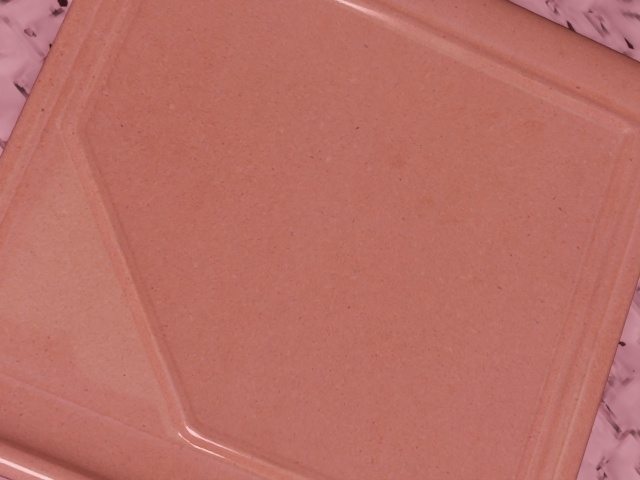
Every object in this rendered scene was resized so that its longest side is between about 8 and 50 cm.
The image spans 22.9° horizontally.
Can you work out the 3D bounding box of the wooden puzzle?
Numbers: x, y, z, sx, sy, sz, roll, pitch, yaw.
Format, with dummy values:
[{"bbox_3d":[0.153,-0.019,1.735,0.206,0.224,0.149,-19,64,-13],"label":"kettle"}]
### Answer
[{"bbox_3d":[0.000,0.000,0.546,0.221,0.044,0.238,24,67,-8],"label":"wooden puzzle"}]
